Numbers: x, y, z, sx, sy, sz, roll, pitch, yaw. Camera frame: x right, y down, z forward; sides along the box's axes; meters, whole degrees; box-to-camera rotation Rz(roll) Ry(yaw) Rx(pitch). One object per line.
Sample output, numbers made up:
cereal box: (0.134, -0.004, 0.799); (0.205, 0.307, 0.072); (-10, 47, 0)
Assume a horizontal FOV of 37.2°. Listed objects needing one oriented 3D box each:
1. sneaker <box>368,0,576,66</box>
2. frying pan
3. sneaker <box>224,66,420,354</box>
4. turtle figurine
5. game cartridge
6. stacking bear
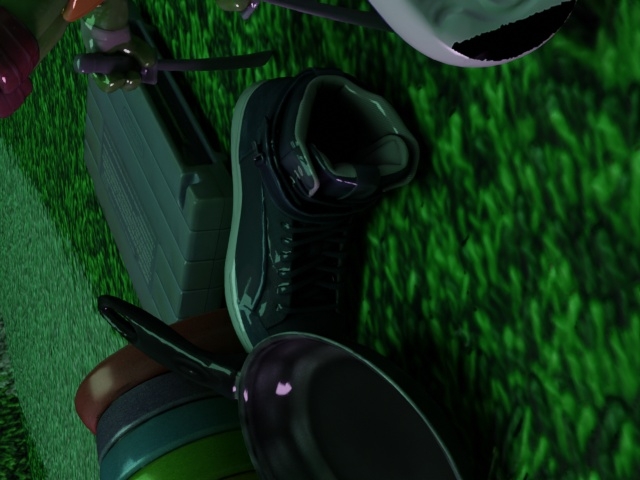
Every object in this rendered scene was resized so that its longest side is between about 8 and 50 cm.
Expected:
sneaker: (0.021, -0.231, 0.499); (0.236, 0.130, 0.322); (179, 70, -82)
frying pan: (-0.021, 0.136, 0.641); (0.326, 0.053, 0.197); (7, 117, 46)
sneaker: (-0.002, 0.000, 0.619); (0.163, 0.086, 0.226); (-176, 79, -65)
turtle figurine: (-0.113, -0.114, 0.560); (0.198, 0.266, 0.274); (28, 158, 43)
game cartridge: (-0.176, -0.067, 0.996); (0.230, 0.068, 0.355); (101, 149, -42)
stacking bear: (-0.084, 0.228, 0.788); (0.289, 0.164, 0.175); (61, 147, 29)
